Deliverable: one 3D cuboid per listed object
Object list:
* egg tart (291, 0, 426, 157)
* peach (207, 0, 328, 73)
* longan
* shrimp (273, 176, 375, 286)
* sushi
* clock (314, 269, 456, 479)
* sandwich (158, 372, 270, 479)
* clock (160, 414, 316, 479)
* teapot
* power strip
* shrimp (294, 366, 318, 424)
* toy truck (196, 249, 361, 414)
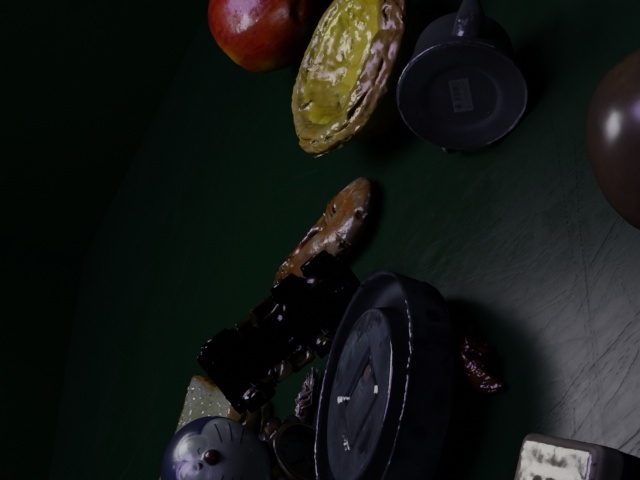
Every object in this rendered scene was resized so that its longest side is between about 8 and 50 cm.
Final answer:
[{"bbox_3d":[0.076,-0.283,1.457,0.345,0.132,0.345,-50,29,42],"label":"egg tart"},{"bbox_3d":[-0.106,-0.499,1.922,0.281,0.238,0.281,-43,22,22],"label":"peach"},{"bbox_3d":[0.310,-0.091,0.741,0.189,0.189,0.189,-48,31,42],"label":"longan"},{"bbox_3d":[0.001,0.001,1.496,0.294,0.062,0.154,-42,26,36],"label":"shrimp"},{"bbox_3d":[0.174,0.133,1.008,0.047,0.050,0.099,-51,41,28],"label":"sushi"},{"bbox_3d":[0.071,0.196,1.100,0.319,0.066,0.319,-166,90,-76],"label":"clock"},{"bbox_3d":[-0.191,0.388,1.577,0.249,0.095,0.273,-2,69,62],"label":"sandwich"},{"bbox_3d":[-0.098,0.329,1.217,0.146,0.243,0.200,-53,30,41],"label":"clock"},{"bbox_3d":[0.183,-0.219,1.164,0.149,0.162,0.239,-81,-6,-45],"label":"teapot"},{"bbox_3d":[0.203,0.302,0.774,0.105,0.070,0.257,-12,62,65],"label":"power strip"},{"bbox_3d":[-0.023,0.244,1.397,0.092,0.029,0.038,-71,13,-16],"label":"shrimp"},{"bbox_3d":[-0.051,0.133,1.300,0.257,0.127,0.127,-38,1,-16],"label":"toy truck"}]
